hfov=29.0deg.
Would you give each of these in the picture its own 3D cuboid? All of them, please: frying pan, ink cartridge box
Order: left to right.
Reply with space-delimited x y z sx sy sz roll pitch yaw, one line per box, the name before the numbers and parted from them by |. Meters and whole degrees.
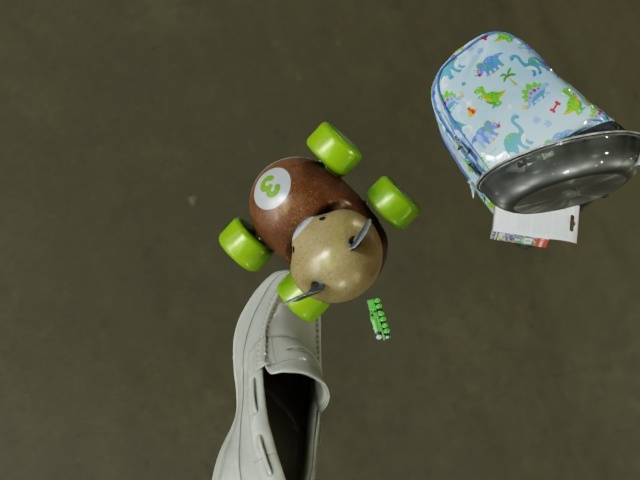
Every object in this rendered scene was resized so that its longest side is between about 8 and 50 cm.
ink cartridge box | 0.294 -0.025 1.694 0.115 0.029 0.063 9 63 3
frying pan | 0.337 -0.088 1.393 0.326 0.197 0.053 -11 76 -2

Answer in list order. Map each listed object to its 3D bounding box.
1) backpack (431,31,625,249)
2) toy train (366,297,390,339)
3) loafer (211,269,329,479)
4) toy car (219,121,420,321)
backpack | 0.360 -0.213 2.277 0.273 0.290 0.355 47 8 -46
toy train | 0.087 0.119 1.869 0.083 0.023 0.017 -104 -178 -48
loafer | -0.034 0.158 1.301 0.112 0.111 0.319 35 43 -31
toy car | 0.000 0.000 1.114 0.149 0.155 0.188 42 9 -9
